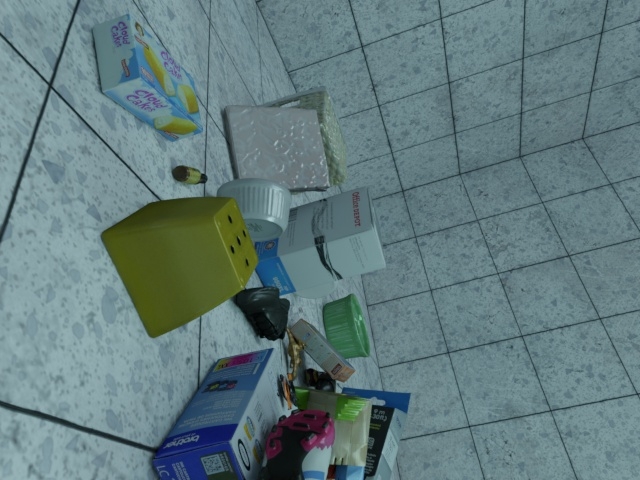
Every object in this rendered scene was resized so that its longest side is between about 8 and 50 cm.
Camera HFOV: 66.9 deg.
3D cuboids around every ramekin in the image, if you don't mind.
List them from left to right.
[{"bbox_3d":[-0.182,-0.075,1.327,0.207,0.207,0.109,51,34,-64],"label":"ramekin"},{"bbox_3d":[0.122,0.413,2.285,0.303,0.148,0.303,-16,90,-79],"label":"ramekin"}]

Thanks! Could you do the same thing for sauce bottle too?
[{"bbox_3d":[-0.314,-0.158,1.186,0.128,0.042,0.042,-13,87,-81],"label":"sauce bottle"}]

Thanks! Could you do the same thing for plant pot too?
[{"bbox_3d":[-0.238,0.024,0.918,0.212,0.187,0.212,-75,147,-70],"label":"plant pot"}]

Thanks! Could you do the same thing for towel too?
[{"bbox_3d":[-0.142,-0.309,1.644,0.053,0.332,0.316,-36,-118,60],"label":"towel"}]

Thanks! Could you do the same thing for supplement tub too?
[{"bbox_3d":[-0.034,0.069,1.876,0.191,0.191,0.272,62,16,-48],"label":"supplement tub"}]

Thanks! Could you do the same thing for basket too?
[{"bbox_3d":[-0.078,-0.386,1.971,0.331,0.329,0.266,65,19,-44],"label":"basket"}]

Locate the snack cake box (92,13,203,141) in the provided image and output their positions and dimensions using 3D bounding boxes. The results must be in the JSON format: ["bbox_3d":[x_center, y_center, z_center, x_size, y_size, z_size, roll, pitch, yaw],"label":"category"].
[{"bbox_3d":[-0.366,-0.341,1.059,0.264,0.089,0.152,36,40,-73],"label":"snack cake box"}]

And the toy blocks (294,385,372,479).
[{"bbox_3d":[-0.005,0.511,1.201,0.381,0.191,0.260,-20,-122,60],"label":"toy blocks"}]

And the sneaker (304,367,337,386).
[{"bbox_3d":[0.003,0.493,1.744,0.185,0.084,0.069,53,24,-63],"label":"sneaker"}]

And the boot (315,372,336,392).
[{"bbox_3d":[-0.006,0.592,1.596,0.229,0.091,0.262,-51,135,-64],"label":"boot"}]

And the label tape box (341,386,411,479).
[{"bbox_3d":[0.103,0.560,1.431,0.115,0.249,0.347,65,36,-33],"label":"label tape box"}]

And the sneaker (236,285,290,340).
[{"bbox_3d":[-0.148,0.208,1.351,0.286,0.109,0.130,48,34,-62],"label":"sneaker"}]

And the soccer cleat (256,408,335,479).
[{"bbox_3d":[-0.048,0.406,0.816,0.331,0.116,0.143,-30,119,-77],"label":"soccer cleat"}]

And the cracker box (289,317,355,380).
[{"bbox_3d":[0.008,0.383,1.683,0.232,0.067,0.155,42,-4,26],"label":"cracker box"}]

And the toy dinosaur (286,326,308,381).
[{"bbox_3d":[-0.087,0.342,1.563,0.112,0.064,0.211,32,43,-72],"label":"toy dinosaur"}]

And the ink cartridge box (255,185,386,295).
[{"bbox_3d":[0.000,0.000,1.601,0.285,0.395,0.166,-88,159,-57],"label":"ink cartridge box"}]

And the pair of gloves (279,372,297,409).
[{"bbox_3d":[-0.069,0.322,1.037,0.083,0.010,0.074,46,28,-73],"label":"pair of gloves"}]

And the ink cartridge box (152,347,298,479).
[{"bbox_3d":[-0.149,0.415,0.908,0.395,0.151,0.269,-68,140,-75],"label":"ink cartridge box"}]
